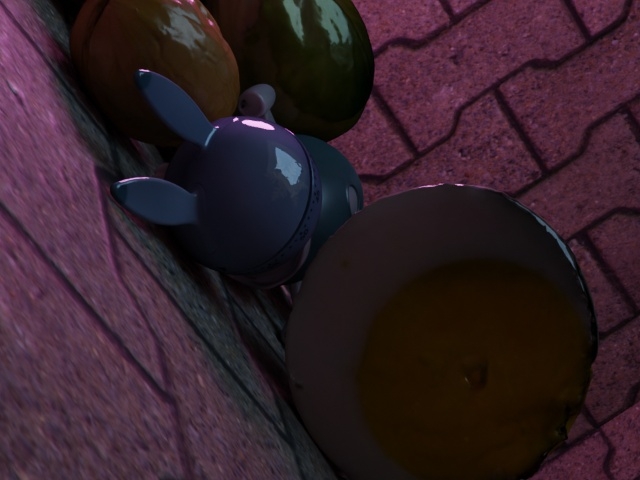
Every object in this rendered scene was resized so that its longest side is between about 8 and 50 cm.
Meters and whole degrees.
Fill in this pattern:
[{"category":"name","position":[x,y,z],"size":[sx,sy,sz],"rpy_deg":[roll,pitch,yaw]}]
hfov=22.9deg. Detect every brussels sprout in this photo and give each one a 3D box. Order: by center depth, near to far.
[{"category":"brussels sprout","position":[-0.047,-0.228,1.873],"size":[0.219,0.210,0.271],"rpy_deg":[-73,148,-42]}]

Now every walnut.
[{"category":"walnut","position":[-0.169,-0.183,1.636],"size":[0.206,0.159,0.159],"rpy_deg":[44,12,-45]}]

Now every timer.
[{"category":"timer","position":[-0.117,-0.056,1.531],"size":[0.255,0.175,0.175],"rpy_deg":[17,28,-33]}]

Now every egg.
[{"category":"egg","position":[0.124,0.097,1.630],"size":[0.337,0.337,0.201],"rpy_deg":[56,8,-4]}]

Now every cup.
[{"category":"cup","position":[-0.051,-0.023,1.755],"size":[0.173,0.167,0.300],"rpy_deg":[-52,134,-67]}]

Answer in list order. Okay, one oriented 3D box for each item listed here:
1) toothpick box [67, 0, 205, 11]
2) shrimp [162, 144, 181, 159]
[{"category":"toothpick box","position":[-0.209,-0.333,1.935],"size":[0.204,0.204,0.333],"rpy_deg":[58,4,20]},{"category":"shrimp","position":[-0.183,-0.134,1.863],"size":[0.101,0.042,0.190],"rpy_deg":[27,23,-36]}]
